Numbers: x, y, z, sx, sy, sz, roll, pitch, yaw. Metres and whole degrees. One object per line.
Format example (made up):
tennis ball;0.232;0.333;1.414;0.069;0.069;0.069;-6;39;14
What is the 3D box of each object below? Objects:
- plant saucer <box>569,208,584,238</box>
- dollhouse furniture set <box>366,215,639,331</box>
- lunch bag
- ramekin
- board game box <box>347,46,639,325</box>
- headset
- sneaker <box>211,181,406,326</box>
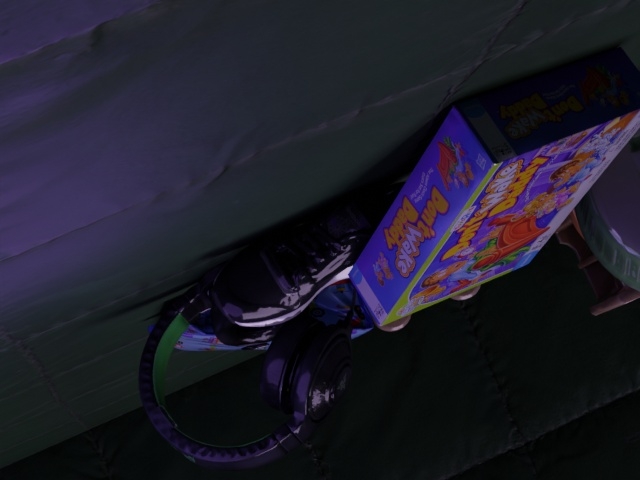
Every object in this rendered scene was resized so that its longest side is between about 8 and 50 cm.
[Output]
plant saucer;0.420;-0.074;2.096;0.200;0.200;0.037;-20;-175;-34
dollhouse furniture set;0.269;0.045;2.206;0.394;0.256;0.362;-24;173;-8
lunch bag;-0.097;0.106;2.037;0.293;0.138;0.221;-14;174;-10
ramekin;0.477;-0.078;1.867;0.303;0.303;0.148;-25;166;8
board game box;0.193;-0.052;1.600;0.233;0.078;0.347;-21;158;-29
headset;-0.039;0.127;1.826;0.394;0.243;0.185;-38;152;-4
sneaker;0.000;0.000;1.703;0.283;0.107;0.124;-25;160;-26
